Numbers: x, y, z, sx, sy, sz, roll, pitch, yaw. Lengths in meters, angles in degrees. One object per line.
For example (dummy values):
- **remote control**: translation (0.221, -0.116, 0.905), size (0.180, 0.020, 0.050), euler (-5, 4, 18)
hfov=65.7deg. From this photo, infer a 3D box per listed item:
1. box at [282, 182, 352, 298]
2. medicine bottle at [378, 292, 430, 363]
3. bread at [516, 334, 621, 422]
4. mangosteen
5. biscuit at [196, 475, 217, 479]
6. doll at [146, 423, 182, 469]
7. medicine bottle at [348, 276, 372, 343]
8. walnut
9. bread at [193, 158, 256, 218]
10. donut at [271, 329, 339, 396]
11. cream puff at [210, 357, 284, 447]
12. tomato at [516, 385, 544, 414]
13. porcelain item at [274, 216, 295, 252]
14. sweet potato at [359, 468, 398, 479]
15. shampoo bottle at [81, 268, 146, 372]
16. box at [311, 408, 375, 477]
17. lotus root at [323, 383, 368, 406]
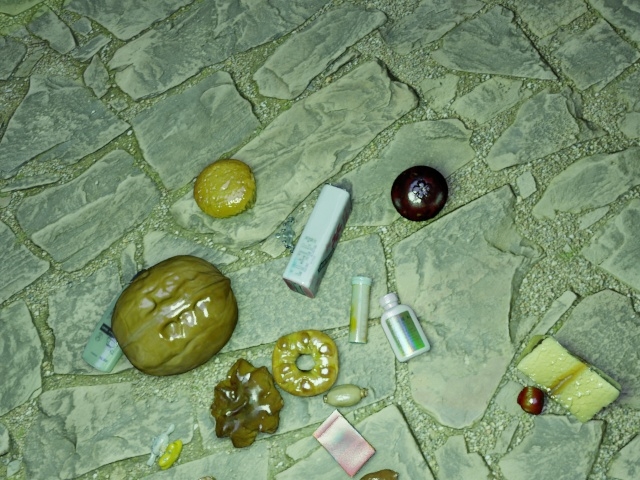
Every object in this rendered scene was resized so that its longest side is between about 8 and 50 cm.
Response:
- **box**: translation (0.000, 0.000, 1.693), size (0.112, 0.190, 0.370), euler (22, 76, 12)
- **medicine bottle**: translation (0.263, 0.281, 1.629), size (0.115, 0.078, 0.219), euler (-24, 71, -1)
- **bread**: translation (0.765, 0.403, 1.531), size (0.266, 0.178, 0.141), euler (38, 47, 13)
- **mangosteen**: translation (0.340, -0.161, 1.710), size (0.209, 0.210, 0.210), euler (-2, 71, 5)
- **biscuit**: translation (-0.370, 0.861, 1.516), size (0.202, 0.041, 0.260), euler (8, 72, 11)
- **doll**: translation (-0.495, 0.659, 1.589), size (0.113, 0.071, 0.136), euler (-1, 64, 24)
- **medicine bottle**: translation (0.131, 0.235, 1.664), size (0.073, 0.074, 0.218), euler (3, 74, 6)
- **walnut**: translation (-0.457, 0.237, 1.587), size (0.397, 0.308, 0.354), euler (-39, 94, -10)
- **bread**: translation (-0.345, -0.184, 1.812), size (0.239, 0.139, 0.240), euler (-2, 71, 5)
- **donut**: translation (-0.048, 0.397, 1.601), size (0.226, 0.114, 0.227), euler (-1, 71, 4)
- **cream puff**: translation (-0.233, 0.507, 1.567), size (0.240, 0.155, 0.269), euler (-16, 77, 5)
- **tomato**: translation (0.646, 0.489, 1.522), size (0.075, 0.087, 0.087), euler (7, 70, 37)
- **porcelain item**: translation (-0.129, -0.019, 1.797), size (0.075, 0.021, 0.136), euler (-5, 71, 4)
- **sweet potato**: translation (0.146, 0.737, 1.502), size (0.194, 0.056, 0.057), euler (-22, 71, 2)
- **shampoo bottle**: translation (-0.687, 0.268, 1.725), size (0.134, 0.078, 0.360), euler (25, 76, 17)
- **box**: translation (0.072, 0.629, 1.545), size (0.112, 0.048, 0.175), euler (-44, 73, -8)
- **lotus root**: translation (0.081, 0.494, 1.579), size (0.150, 0.073, 0.062), euler (-10, 114, 1)
